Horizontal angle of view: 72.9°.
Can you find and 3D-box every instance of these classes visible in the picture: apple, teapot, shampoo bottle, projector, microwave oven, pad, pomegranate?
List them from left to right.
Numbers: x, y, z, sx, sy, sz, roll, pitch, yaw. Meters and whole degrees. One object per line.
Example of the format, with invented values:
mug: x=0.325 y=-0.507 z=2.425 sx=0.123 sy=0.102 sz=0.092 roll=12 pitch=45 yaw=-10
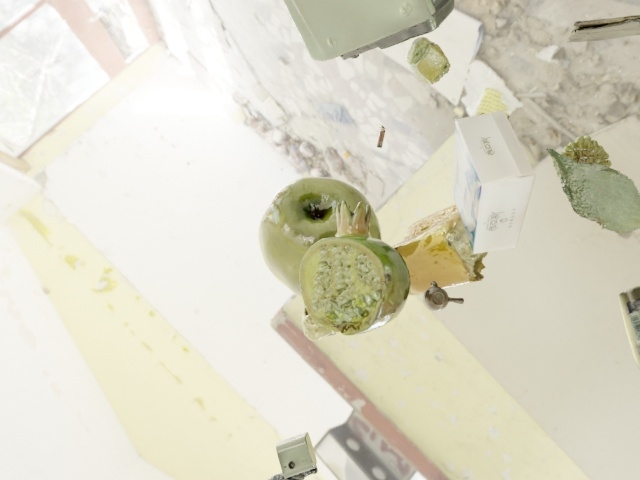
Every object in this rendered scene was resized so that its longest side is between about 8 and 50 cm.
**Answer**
projector: x=-0.062 y=0.559 z=1.133 sx=0.083 sy=0.082 sz=0.083 roll=68 pitch=-178 yaw=-75
apple: x=0.000 y=0.000 z=1.609 sx=0.473 sy=0.473 sz=0.473 roll=43 pitch=171 yaw=9
pomegranate: x=0.107 y=0.076 z=1.188 sx=0.309 sy=0.359 sz=0.216 roll=-2 pitch=171 yaw=42
microwave oven: x=0.147 y=-0.543 z=0.796 sx=0.333 sy=0.394 sz=0.247 roll=10 pitch=142 yaw=51
teapot: x=0.341 y=0.153 z=1.195 sx=0.110 sy=0.085 sz=0.080 roll=3 pitch=170 yaw=7
pad: x=0.641 y=-0.461 z=0.949 sx=0.174 sy=0.022 sz=0.233 roll=3 pitch=-164 yaw=24
shampoo bottle: x=0.756 y=0.266 z=0.933 sx=0.084 sy=0.350 sz=0.125 roll=22 pitch=143 yaw=-27

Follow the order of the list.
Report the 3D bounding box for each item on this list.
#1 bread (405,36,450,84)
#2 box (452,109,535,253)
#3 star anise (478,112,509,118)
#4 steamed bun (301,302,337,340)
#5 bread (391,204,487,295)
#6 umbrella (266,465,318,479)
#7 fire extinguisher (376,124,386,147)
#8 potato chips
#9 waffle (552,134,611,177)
bread: x=0.292 y=-0.528 z=1.244 sx=0.110 sy=0.103 sz=0.156 roll=26 pitch=-153 yaw=-34
box: x=0.391 y=-0.127 z=1.016 sx=0.274 sy=0.116 sz=0.203 roll=68 pitch=-166 yaw=-55
star anise: x=0.672 y=-0.411 z=1.810 sx=0.190 sy=0.126 sz=0.220 roll=9 pitch=126 yaw=22
steamed bun: x=-0.014 y=0.318 z=1.691 sx=0.155 sy=0.140 sz=0.172 roll=-40 pitch=-57 yaw=-64
bread: x=0.429 y=0.053 z=1.614 sx=0.394 sy=0.361 sz=0.250 roll=-28 pitch=97 yaw=40
umbrella: x=-0.117 y=0.796 z=1.445 sx=0.080 sy=0.224 sz=0.071 roll=59 pitch=-175 yaw=-37
fire extinguisher: x=0.223 y=-0.386 z=1.605 sx=0.028 sy=0.022 sz=0.083 roll=14 pitch=120 yaw=11
potato chips: x=0.573 y=-0.109 z=0.906 sx=0.228 sy=0.059 sz=0.167 roll=41 pitch=163 yaw=40
waffle: x=0.879 y=-0.254 z=1.459 sx=0.183 sy=0.169 sz=0.036 roll=38 pitch=-170 yaw=-13
